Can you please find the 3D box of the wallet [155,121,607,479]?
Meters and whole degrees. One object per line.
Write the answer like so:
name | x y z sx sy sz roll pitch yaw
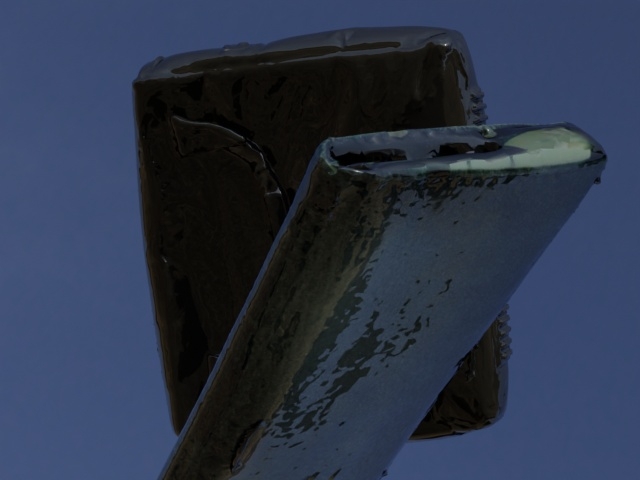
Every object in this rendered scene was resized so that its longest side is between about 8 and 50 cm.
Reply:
wallet | 0.005 0.085 1.045 0.046 0.190 0.379 52 -48 29

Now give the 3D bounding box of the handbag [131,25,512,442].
handbag | 0.000 0.000 1.267 0.244 0.088 0.275 -6 -81 13
